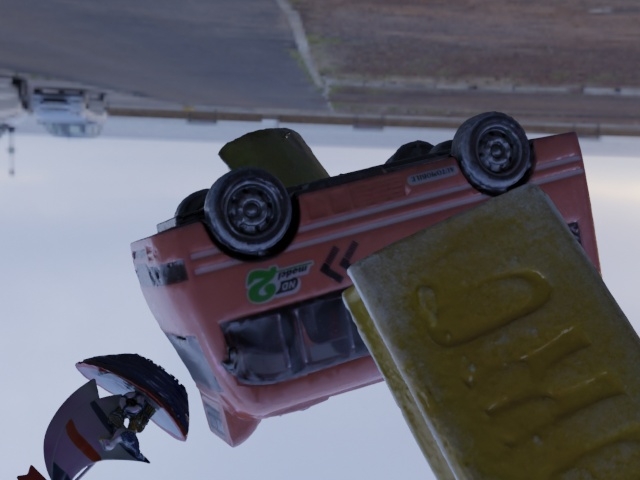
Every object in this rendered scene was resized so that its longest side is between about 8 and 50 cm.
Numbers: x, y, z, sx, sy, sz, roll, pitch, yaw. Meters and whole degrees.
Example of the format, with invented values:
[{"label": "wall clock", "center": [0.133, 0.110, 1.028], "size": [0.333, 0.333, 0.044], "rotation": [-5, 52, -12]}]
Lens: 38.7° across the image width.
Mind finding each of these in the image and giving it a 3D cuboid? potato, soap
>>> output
[{"label": "potato", "center": [0.000, 0.000, 1.155], "size": [0.112, 0.255, 0.269], "rotation": [-34, 165, -4]}, {"label": "soap", "center": [0.125, 0.094, 0.543], "size": [0.140, 0.232, 0.073], "rotation": [-25, 161, -9]}]

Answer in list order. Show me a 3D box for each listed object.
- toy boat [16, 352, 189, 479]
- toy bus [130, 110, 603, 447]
[{"label": "toy boat", "center": [-0.370, 0.294, 1.502], "size": [0.318, 0.072, 0.219], "rotation": [-20, -120, -36]}, {"label": "toy bus", "center": [0.047, 0.025, 0.889], "size": [0.427, 0.232, 0.203], "rotation": [-15, -178, -18]}]
